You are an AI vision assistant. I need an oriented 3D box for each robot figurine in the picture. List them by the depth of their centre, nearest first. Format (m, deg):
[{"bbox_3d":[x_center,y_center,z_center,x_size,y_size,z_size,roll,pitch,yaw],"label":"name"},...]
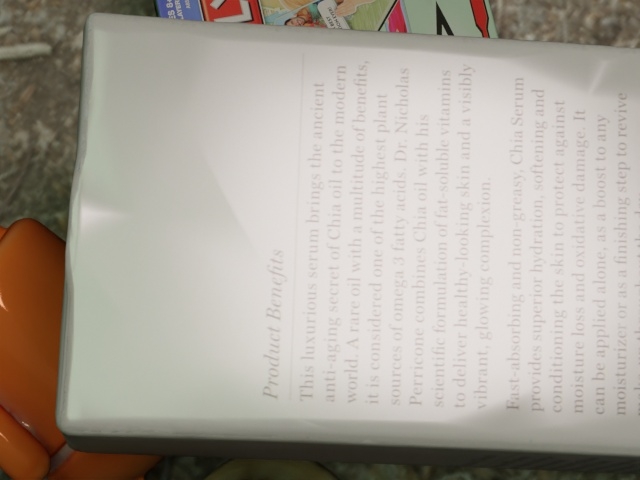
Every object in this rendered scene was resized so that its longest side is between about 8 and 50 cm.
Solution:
[{"bbox_3d":[-0.169,0.072,1.145,0.219,0.158,0.128,40,90,-8],"label":"robot figurine"}]

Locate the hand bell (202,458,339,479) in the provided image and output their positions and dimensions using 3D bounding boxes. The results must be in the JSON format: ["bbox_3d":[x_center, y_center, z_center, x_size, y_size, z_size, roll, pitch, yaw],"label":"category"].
[{"bbox_3d":[-0.058,0.176,1.056,0.126,0.242,0.126,-2,79,12],"label":"hand bell"}]

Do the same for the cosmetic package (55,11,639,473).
[{"bbox_3d":[0.086,0.014,1.037,0.453,0.161,0.230,4,79,-5],"label":"cosmetic package"}]

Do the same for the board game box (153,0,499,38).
[{"bbox_3d":[0.011,-0.102,1.171,0.213,0.046,0.317,-11,76,-8],"label":"board game box"}]
